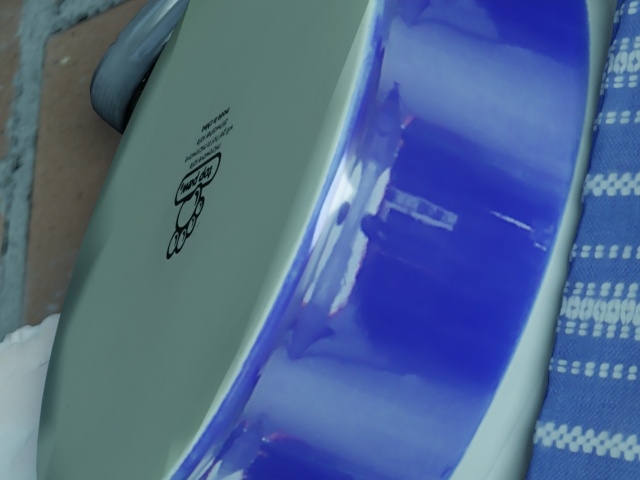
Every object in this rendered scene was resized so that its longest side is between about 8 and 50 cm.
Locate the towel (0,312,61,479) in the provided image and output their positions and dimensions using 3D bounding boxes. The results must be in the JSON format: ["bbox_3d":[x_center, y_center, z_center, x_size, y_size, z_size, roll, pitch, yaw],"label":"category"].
[{"bbox_3d":[-0.188,0.205,0.781,0.331,0.053,0.317,-25,46,20],"label":"towel"}]

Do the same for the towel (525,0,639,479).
[{"bbox_3d":[0.147,-0.036,0.460,0.243,0.040,0.336,-3,73,63],"label":"towel"}]

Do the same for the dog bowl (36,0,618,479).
[{"bbox_3d":[0.000,0.000,0.670,0.265,0.104,0.265,-53,24,36],"label":"dog bowl"}]

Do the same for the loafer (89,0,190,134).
[{"bbox_3d":[0.031,-0.139,0.857,0.302,0.109,0.095,-45,79,3],"label":"loafer"}]
